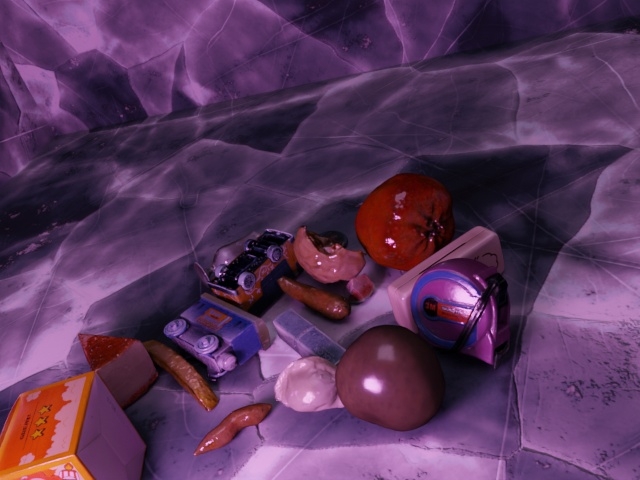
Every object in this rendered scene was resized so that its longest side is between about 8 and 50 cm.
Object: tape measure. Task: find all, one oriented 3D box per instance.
[{"bbox_3d":[0.338,0.166,1.662,0.231,0.245,0.149,13,20,38],"label":"tape measure"}]

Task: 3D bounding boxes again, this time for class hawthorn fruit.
[{"bbox_3d":[0.227,-0.063,2.038,0.287,0.287,0.330,-35,29,-23],"label":"hawthorn fruit"}]

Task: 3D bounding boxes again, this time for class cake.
[{"bbox_3d":[-0.579,0.333,1.969,0.160,0.158,0.262,-27,31,-19],"label":"cake"}]

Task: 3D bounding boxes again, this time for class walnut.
[{"bbox_3d":[0.008,0.050,2.046,0.141,0.204,0.238,-63,17,-2],"label":"walnut"}]

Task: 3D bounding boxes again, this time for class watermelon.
[{"bbox_3d":[0.103,0.133,1.982,0.092,0.072,0.084,5,25,36],"label":"watermelon"}]

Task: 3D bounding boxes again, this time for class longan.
[{"bbox_3d":[0.159,0.311,1.551,0.215,0.246,0.246,-1,16,-40],"label":"longan"}]

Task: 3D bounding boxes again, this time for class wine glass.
[{"bbox_3d":[-0.292,0.059,2.273,0.231,0.103,0.103,-31,34,-22],"label":"wine glass"}]

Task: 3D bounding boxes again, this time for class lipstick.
[{"bbox_3d":[-0.018,0.277,1.823,0.077,0.076,0.290,-32,34,-22],"label":"lipstick"}]

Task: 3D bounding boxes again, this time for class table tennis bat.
[{"bbox_3d":[0.000,0.000,2.273,0.201,0.033,0.124,22,49,40],"label":"table tennis bat"}]

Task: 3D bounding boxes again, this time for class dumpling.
[{"bbox_3d":[-0.017,0.347,1.671,0.199,0.118,0.136,7,81,14],"label":"dumpling"}]

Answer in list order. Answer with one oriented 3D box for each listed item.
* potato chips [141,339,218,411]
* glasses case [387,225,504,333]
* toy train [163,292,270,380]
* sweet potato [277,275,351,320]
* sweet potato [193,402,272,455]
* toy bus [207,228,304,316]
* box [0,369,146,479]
[{"bbox_3d":[-0.407,0.353,1.923,0.057,0.080,0.407,-28,32,-33],"label":"potato chips"},{"bbox_3d":[0.337,0.102,1.835,0.336,0.144,0.076,-33,33,-18],"label":"glasses case"},{"bbox_3d":[-0.300,0.264,1.945,0.300,0.131,0.202,19,47,44],"label":"toy train"},{"bbox_3d":[-0.018,0.163,1.987,0.273,0.075,0.075,21,50,39],"label":"sweet potato"},{"bbox_3d":[-0.217,0.454,1.688,0.218,0.051,0.065,-30,36,-16],"label":"sweet potato"},{"bbox_3d":[-0.185,0.103,2.092,0.138,0.167,0.275,13,47,41],"label":"toy bus"},{"bbox_3d":[-0.565,0.504,1.584,0.214,0.283,0.259,-17,32,6],"label":"box"}]
